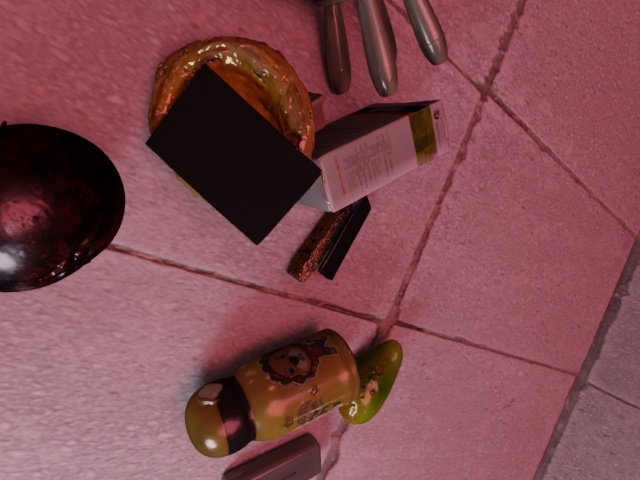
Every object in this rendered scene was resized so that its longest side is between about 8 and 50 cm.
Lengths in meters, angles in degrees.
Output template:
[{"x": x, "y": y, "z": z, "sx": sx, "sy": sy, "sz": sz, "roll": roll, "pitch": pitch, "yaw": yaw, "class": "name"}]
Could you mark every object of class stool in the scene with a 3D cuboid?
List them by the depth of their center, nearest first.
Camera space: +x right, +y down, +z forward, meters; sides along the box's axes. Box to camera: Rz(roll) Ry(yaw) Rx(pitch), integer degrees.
[{"x": 0.106, "y": -0.394, "z": 0.805, "sx": 0.195, "sy": 0.195, "sz": 0.199, "roll": -35, "pitch": 122, "yaw": -21, "class": "stool"}]

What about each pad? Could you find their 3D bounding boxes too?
[{"x": -0.137, "y": -0.129, "z": 0.674, "sx": 0.243, "sy": 0.004, "sz": 0.164, "roll": 43, "pitch": 104, "yaw": -4, "class": "pad"}]

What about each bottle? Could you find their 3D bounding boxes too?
[{"x": -0.099, "y": 0.318, "z": 0.893, "sx": 0.351, "sy": 0.171, "sz": 0.172, "roll": -15, "pitch": 112, "yaw": -31, "class": "bottle"}]

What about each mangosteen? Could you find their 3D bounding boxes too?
[{"x": -0.396, "y": -0.070, "z": 0.563, "sx": 0.235, "sy": 0.235, "sz": 0.261, "roll": -37, "pitch": 88, "yaw": -20, "class": "mangosteen"}]

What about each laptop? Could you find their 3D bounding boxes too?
[{"x": 0.055, "y": -0.006, "z": 0.954, "sx": 0.197, "sy": 0.016, "sz": 0.135, "roll": -60, "pitch": 165, "yaw": -6, "class": "laptop"}]

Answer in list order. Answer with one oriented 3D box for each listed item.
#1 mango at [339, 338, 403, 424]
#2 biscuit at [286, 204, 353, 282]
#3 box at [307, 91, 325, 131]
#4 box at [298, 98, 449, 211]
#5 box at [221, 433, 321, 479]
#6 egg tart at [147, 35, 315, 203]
[{"x": 0.124, "y": 0.349, "z": 1.096, "sx": 0.125, "sy": 0.111, "sz": 0.233, "roll": 41, "pitch": 78, "yaw": -40, "class": "mango"}, {"x": 0.000, "y": 0.000, "z": 0.932, "sx": 0.034, "sy": 0.064, "sz": 0.199, "roll": 42, "pitch": 78, "yaw": -30, "class": "biscuit"}, {"x": -0.053, "y": -0.228, "z": 0.816, "sx": 0.122, "sy": 0.089, "sz": 0.062, "roll": -36, "pitch": 132, "yaw": -20, "class": "box"}, {"x": 0.071, "y": -0.175, "z": 0.843, "sx": 0.299, "sy": 0.200, "sz": 0.107, "roll": -31, "pitch": 118, "yaw": -23, "class": "box"}, {"x": -0.111, "y": 0.555, "z": 1.030, "sx": 0.243, "sy": 0.055, "sz": 0.104, "roll": -12, "pitch": 110, "yaw": -31, "class": "box"}, {"x": -0.143, "y": -0.187, "z": 0.718, "sx": 0.290, "sy": 0.107, "sz": 0.291, "roll": 1, "pitch": 102, "yaw": 6, "class": "egg tart"}]
